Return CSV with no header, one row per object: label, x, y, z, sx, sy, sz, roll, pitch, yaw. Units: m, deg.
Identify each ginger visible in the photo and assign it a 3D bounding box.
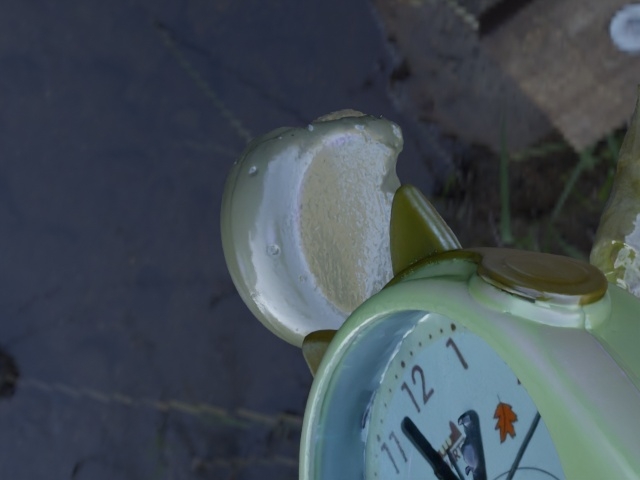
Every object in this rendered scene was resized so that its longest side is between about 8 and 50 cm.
ginger,0.317,-0.027,1.802,0.116,0.109,0.263,11,91,-10

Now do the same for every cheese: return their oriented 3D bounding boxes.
cheese,0.000,0.000,1.610,0.091,0.175,0.202,3,102,55

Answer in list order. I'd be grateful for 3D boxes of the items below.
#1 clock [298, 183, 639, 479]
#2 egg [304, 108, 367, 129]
clock,0.103,0.144,0.988,0.117,0.348,0.286,-5,144,-33
egg,0.014,-0.063,1.884,0.116,0.140,0.118,-10,139,45
